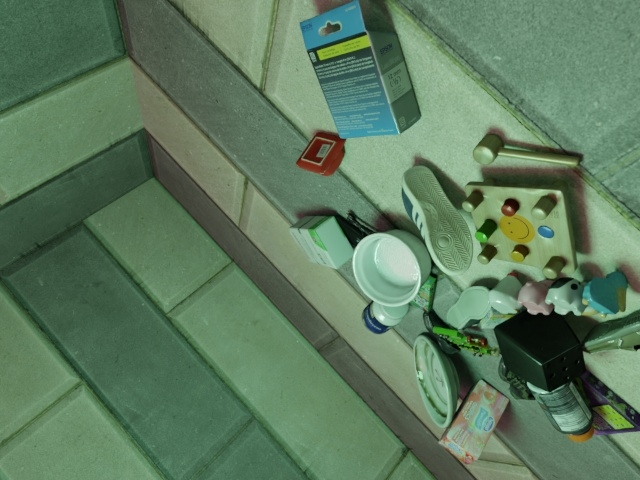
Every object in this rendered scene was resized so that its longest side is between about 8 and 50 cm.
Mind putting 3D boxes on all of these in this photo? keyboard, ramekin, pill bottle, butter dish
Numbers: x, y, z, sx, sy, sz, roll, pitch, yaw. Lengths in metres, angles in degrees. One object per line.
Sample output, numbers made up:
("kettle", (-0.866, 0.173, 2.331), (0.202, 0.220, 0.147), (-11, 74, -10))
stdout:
("keyboard", (0.182, -0.014, 1.766), (0.317, 0.033, 0.201), (36, 157, 23))
("ramekin", (0.268, 0.091, 1.553), (0.277, 0.135, 0.277), (13, 113, 35))
("pill bottle", (0.292, 0.325, 1.914), (0.153, 0.153, 0.264), (44, 153, 10))
("butter dish", (0.020, -0.294, 1.537), (0.160, 0.160, 0.118), (25, 168, 41))
("pill bottle", (0.777, 0.525, 1.348), (0.245, 0.130, 0.130), (55, 154, -12))

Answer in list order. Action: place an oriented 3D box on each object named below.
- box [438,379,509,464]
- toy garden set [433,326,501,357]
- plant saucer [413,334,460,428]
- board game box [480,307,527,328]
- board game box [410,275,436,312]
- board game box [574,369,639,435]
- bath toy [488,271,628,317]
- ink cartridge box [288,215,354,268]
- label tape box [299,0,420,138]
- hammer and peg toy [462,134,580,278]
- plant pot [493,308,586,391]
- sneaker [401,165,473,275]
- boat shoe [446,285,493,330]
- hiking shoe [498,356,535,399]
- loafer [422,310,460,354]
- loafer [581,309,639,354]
("box", (0.646, 0.761, 1.777), (0.142, 0.300, 0.154), (34, 150, 21))
("toy garden set", (0.568, 0.398, 1.574), (0.244, 0.049, 0.204), (31, 162, -31))
("plant saucer", (0.528, 0.615, 1.880), (0.400, 0.101, 0.400), (171, 90, -83))
("board game box", (0.606, 0.249, 1.350), (0.154, 0.026, 0.103), (0, 145, 0))
("board game box", (0.314, 0.154, 1.725), (0.317, 0.046, 0.213), (29, 152, 28))
("board game box", (0.844, 0.495, 1.402), (0.347, 0.056, 0.208), (43, 150, 13))
("bath toy", (0.634, 0.145, 1.167), (0.151, 0.129, 0.348), (36, 159, -19))
("ink cartridge box", (0.000, 0.000, 1.933), (0.211, 0.121, 0.289), (59, 160, -18))
("label tape box", (0.108, -0.467, 1.173), (0.249, 0.115, 0.347), (13, 134, 50))
("hammer and peg toy", (0.498, -0.078, 1.066), (0.266, 0.127, 0.361), (14, 138, 50))
("plant pot", (0.656, 0.322, 1.237), (0.187, 0.188, 0.167), (64, 177, -28))
("sneaker", (0.347, -0.052, 1.277), (0.148, 0.131, 0.350), (72, 180, -72))
("boat shoe", (0.541, 0.230, 1.473), (0.302, 0.091, 0.114), (112, 144, -63))
("hiking shoe", (0.742, 0.507, 1.558), (0.114, 0.086, 0.227), (-8, 127, 47))
("loafer", (0.505, 0.378, 1.752), (0.078, 0.076, 0.223), (-24, 105, 49))
("loafer", (0.791, 0.261, 1.107), (0.087, 0.094, 0.251), (47, 155, 13))
